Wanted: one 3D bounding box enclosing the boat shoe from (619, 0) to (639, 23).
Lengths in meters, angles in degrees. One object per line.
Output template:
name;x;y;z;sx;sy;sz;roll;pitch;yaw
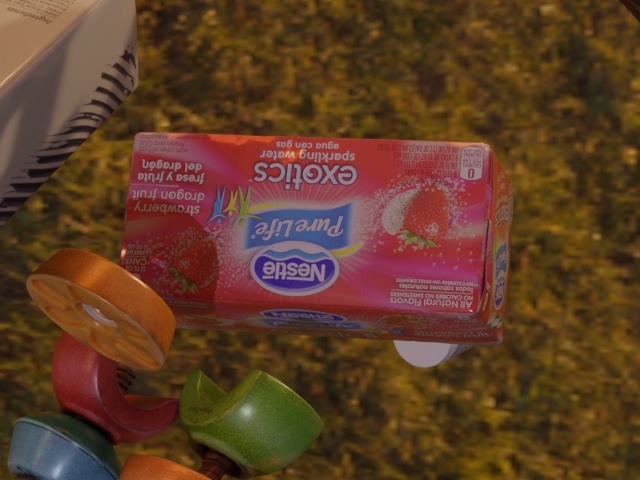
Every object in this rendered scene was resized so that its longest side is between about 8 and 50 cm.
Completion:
boat shoe;0.313;-0.241;1.572;0.123;0.123;0.342;-29;80;-16

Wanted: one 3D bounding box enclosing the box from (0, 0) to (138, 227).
box;-0.221;-0.074;1.139;0.275;0.113;0.094;-52;152;-45

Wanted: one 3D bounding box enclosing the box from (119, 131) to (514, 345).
box;0.000;0.000;1.336;0.128;0.257;0.122;47;48;-72

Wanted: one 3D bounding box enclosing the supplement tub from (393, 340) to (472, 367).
supplement tub;0.129;0.093;2.041;0.107;0.071;0.071;-21;105;-62

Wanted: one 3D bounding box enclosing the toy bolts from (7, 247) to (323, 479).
toy bolts;-0.152;0.132;1.229;0.218;0.228;0.158;42;65;-23
